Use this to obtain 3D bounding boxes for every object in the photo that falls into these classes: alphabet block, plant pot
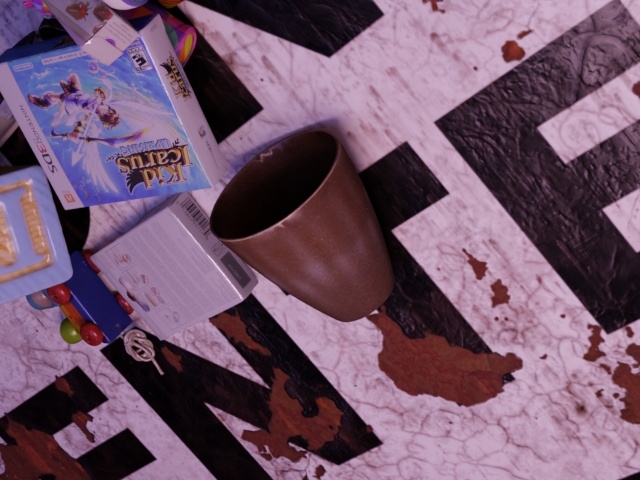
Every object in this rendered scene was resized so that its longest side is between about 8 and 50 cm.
[{"bbox_3d":[-0.524,-0.004,1.950,0.197,0.193,0.192,1,107,56],"label":"alphabet block"},{"bbox_3d":[0.000,0.000,1.766,0.215,0.215,0.230,-19,124,34],"label":"plant pot"}]

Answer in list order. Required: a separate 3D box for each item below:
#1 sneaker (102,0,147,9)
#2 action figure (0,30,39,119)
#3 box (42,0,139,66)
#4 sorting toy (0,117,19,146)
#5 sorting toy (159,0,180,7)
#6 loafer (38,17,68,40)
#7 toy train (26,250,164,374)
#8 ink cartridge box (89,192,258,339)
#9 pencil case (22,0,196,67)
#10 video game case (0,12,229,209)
[{"bbox_3d":[-0.176,-0.422,1.469,0.236,0.130,0.322,6,119,26],"label":"sneaker"},{"bbox_3d":[-0.369,-0.170,1.894,0.285,0.099,0.185,44,122,-10],"label":"action figure"},{"bbox_3d":[-0.353,-0.355,1.668,0.063,0.067,0.324,-44,62,6],"label":"box"},{"bbox_3d":[-0.587,-0.216,2.004,0.208,0.038,0.193,46,129,-6],"label":"sorting toy"},{"bbox_3d":[-0.300,-0.424,1.712,0.366,0.127,0.126,37,158,4],"label":"sorting toy"},{"bbox_3d":[-0.318,-0.253,1.822,0.220,0.078,0.080,34,129,3],"label":"loafer"},{"bbox_3d":[-0.377,0.144,2.097,0.143,0.105,0.248,-22,109,46],"label":"toy train"},{"bbox_3d":[-0.232,0.043,1.994,0.189,0.066,0.232,51,139,-11],"label":"ink cartridge box"},{"bbox_3d":[-0.289,-0.309,1.761,0.236,0.104,0.104,31,129,6],"label":"pencil case"},{"bbox_3d":[-0.294,-0.170,1.756,0.270,0.061,0.244,-7,122,29],"label":"video game case"}]
